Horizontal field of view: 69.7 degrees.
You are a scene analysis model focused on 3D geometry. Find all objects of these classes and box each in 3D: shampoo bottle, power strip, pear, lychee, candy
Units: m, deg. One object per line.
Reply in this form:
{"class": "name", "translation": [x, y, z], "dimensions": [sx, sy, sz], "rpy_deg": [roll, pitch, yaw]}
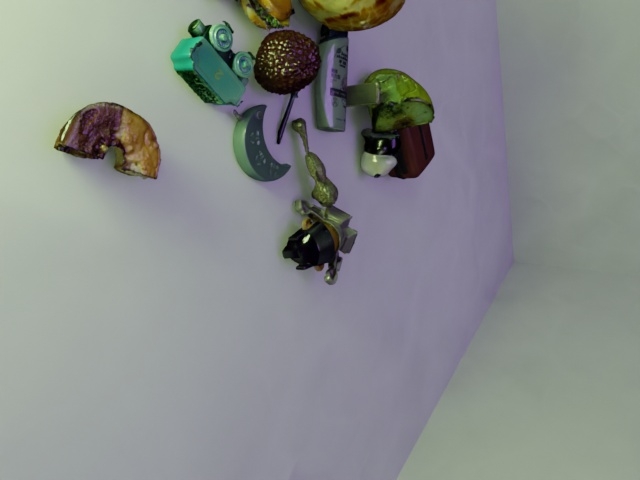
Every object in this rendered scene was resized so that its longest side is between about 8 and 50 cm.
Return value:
{"class": "shampoo bottle", "translation": [0.037, -0.559, 1.569], "dimensions": [0.134, 0.078, 0.359], "rpy_deg": [-6, 100, -49]}
{"class": "power strip", "translation": [-0.181, -0.280, 1.347], "dimensions": [0.167, 0.054, 0.253], "rpy_deg": [-53, 134, -35]}
{"class": "pear", "translation": [0.290, -0.552, 1.738], "dimensions": [0.164, 0.238, 0.255], "rpy_deg": [71, 11, -57]}
{"class": "lychee", "translation": [-0.089, -0.507, 1.321], "dimensions": [0.188, 0.188, 0.188], "rpy_deg": [-11, 104, -51]}
{"class": "candy", "translation": [-0.084, -0.455, 1.444], "dimensions": [0.097, 0.097, 0.323], "rpy_deg": [22, 86, -51]}
{"class": "power strip", "translation": [0.151, -0.521, 1.645], "dimensions": [0.028, 0.169, 0.076], "rpy_deg": [-16, 108, -53]}

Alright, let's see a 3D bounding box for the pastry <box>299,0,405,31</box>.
{"class": "pastry", "translation": [0.102, -0.801, 1.380], "dimensions": [0.388, 0.388, 0.312], "rpy_deg": [-41, 126, -41]}

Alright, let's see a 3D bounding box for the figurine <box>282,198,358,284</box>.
{"class": "figurine", "translation": [0.000, -0.004, 1.551], "dimensions": [0.308, 0.143, 0.308], "rpy_deg": [25, 46, -29]}

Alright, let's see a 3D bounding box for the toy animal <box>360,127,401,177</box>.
{"class": "toy animal", "translation": [0.225, -0.338, 1.799], "dimensions": [0.138, 0.166, 0.179], "rpy_deg": [-2, 110, -29]}

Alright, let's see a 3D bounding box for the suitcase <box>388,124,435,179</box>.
{"class": "suitcase", "translation": [0.358, -0.427, 1.937], "dimensions": [0.236, 0.161, 0.297], "rpy_deg": [-49, 132, -35]}

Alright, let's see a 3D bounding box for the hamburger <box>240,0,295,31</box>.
{"class": "hamburger", "translation": [-0.153, -0.665, 1.278], "dimensions": [0.164, 0.093, 0.189], "rpy_deg": [42, 47, -32]}

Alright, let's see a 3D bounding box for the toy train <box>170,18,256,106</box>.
{"class": "toy train", "translation": [-0.269, -0.443, 1.167], "dimensions": [0.203, 0.112, 0.163], "rpy_deg": [44, 68, -45]}

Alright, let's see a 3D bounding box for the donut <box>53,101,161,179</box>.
{"class": "donut", "translation": [-0.449, -0.214, 0.985], "dimensions": [0.217, 0.085, 0.141], "rpy_deg": [26, 75, -52]}

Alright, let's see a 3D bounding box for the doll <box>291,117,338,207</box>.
{"class": "doll", "translation": [-0.020, -0.244, 1.498], "dimensions": [0.091, 0.202, 0.286], "rpy_deg": [-24, 132, -5]}
